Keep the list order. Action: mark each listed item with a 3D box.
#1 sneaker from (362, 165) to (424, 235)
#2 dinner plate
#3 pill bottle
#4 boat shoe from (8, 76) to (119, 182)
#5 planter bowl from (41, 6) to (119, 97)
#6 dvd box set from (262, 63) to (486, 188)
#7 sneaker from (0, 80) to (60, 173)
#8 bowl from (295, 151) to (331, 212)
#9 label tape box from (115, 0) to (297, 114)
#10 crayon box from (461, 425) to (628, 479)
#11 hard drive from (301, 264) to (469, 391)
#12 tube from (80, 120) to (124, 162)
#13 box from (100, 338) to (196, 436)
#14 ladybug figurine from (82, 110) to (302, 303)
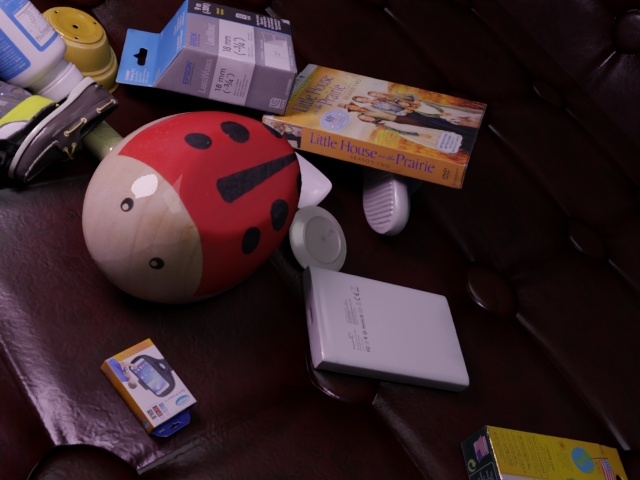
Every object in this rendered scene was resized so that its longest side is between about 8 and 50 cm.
[{"bbox_3d":[0.179,-0.145,1.631,0.150,0.135,0.366,16,45,-18],"label":"sneaker"},{"bbox_3d":[0.000,0.000,1.413,0.141,0.017,0.141,17,64,-39],"label":"dinner plate"},{"bbox_3d":[-0.510,-0.334,1.256,0.221,0.124,0.124,53,31,-31],"label":"pill bottle"},{"bbox_3d":[-0.416,-0.174,1.220,0.069,0.081,0.227,35,59,-9],"label":"boat shoe"},{"bbox_3d":[-0.469,-0.371,1.401,0.217,0.090,0.217,20,44,-20],"label":"planter bowl"},{"bbox_3d":[0.123,-0.254,1.586,0.420,0.062,0.307,16,37,11],"label":"dvd box set"},{"bbox_3d":[-0.537,-0.161,1.155,0.121,0.111,0.300,29,33,0],"label":"sneaker"},{"bbox_3d":[-0.062,-0.110,1.484,0.142,0.053,0.142,40,41,2],"label":"bowl"},{"bbox_3d":[-0.225,-0.386,1.511,0.334,0.106,0.240,9,38,-15],"label":"label tape box"},{"bbox_3d":[0.407,0.444,1.282,0.319,0.081,0.202,15,45,-24],"label":"crayon box"},{"bbox_3d":[0.118,0.162,1.368,0.308,0.040,0.203,14,45,-26],"label":"hard drive"},{"bbox_3d":[-0.361,-0.155,1.307,0.240,0.070,0.062,43,76,11],"label":"tube"},{"bbox_3d":[-0.240,0.212,1.066,0.136,0.028,0.081,48,40,14],"label":"box"},{"bbox_3d":[-0.175,-0.075,1.226,0.449,0.162,0.305,-40,104,-47],"label":"ladybug figurine"}]
